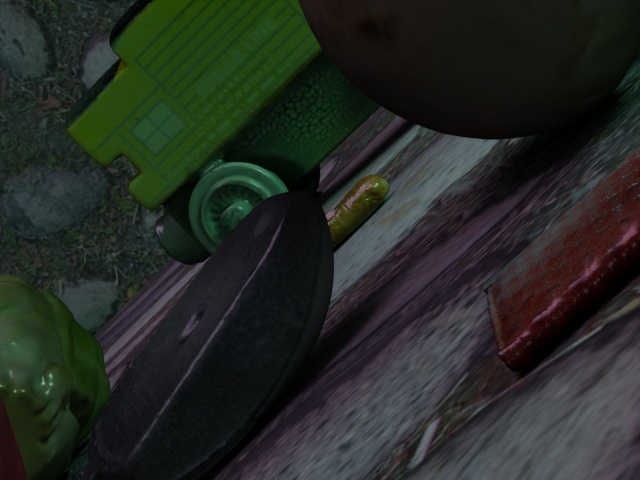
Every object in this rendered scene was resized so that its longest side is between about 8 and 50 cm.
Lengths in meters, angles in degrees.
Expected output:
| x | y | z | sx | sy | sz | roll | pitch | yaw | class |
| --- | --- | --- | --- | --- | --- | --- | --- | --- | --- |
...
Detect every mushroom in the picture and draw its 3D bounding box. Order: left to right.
| x | y | z | sx | sy | sz | roll | pitch | yaw | class |
| --- | --- | --- | --- | --- | --- | --- | --- | --- | --- |
| 0.124 | -0.203 | 1.026 | 0.290 | 0.298 | 0.297 | -5 | -4 | -13 | mushroom |

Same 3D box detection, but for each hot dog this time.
| x | y | z | sx | sy | sz | roll | pitch | yaw | class |
| --- | --- | --- | --- | --- | --- | --- | --- | --- | --- |
| -0.001 | 0.000 | 1.434 | 0.137 | 0.028 | 0.044 | -42 | 13 | 11 | hot dog |

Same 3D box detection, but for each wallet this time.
| x | y | z | sx | sy | sz | roll | pitch | yaw | class |
| --- | --- | --- | --- | --- | --- | --- | --- | --- | --- |
| 0.137 | -0.032 | 0.695 | 0.196 | 0.020 | 0.103 | -43 | 5 | 10 | wallet |

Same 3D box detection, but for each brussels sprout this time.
| x | y | z | sx | sy | sz | roll | pitch | yaw | class |
| --- | --- | --- | --- | --- | --- | --- | --- | --- | --- |
| -0.332 | 0.159 | 1.659 | 0.273 | 0.243 | 0.316 | -19 | 14 | 6 | brussels sprout |

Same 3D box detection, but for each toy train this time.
| x | y | z | sx | sy | sz | roll | pitch | yaw | class |
| --- | --- | --- | --- | --- | --- | --- | --- | --- | --- |
| -0.044 | -0.175 | 1.795 | 0.442 | 0.272 | 0.179 | -42 | 8 | 21 | toy train |

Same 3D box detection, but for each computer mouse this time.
| x | y | z | sx | sy | sz | roll | pitch | yaw | class |
| --- | --- | --- | --- | --- | --- | --- | --- | --- | --- |
| -0.056 | 0.077 | 1.062 | 0.229 | 0.068 | 0.113 | -55 | 19 | -1 | computer mouse |

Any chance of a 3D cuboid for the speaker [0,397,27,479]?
| x | y | z | sx | sy | sz | roll | pitch | yaw | class |
| --- | --- | --- | --- | --- | --- | --- | --- | --- | --- |
| -0.323 | 0.178 | 1.197 | 0.294 | 0.294 | 0.294 | -44 | 5 | 5 | speaker |
